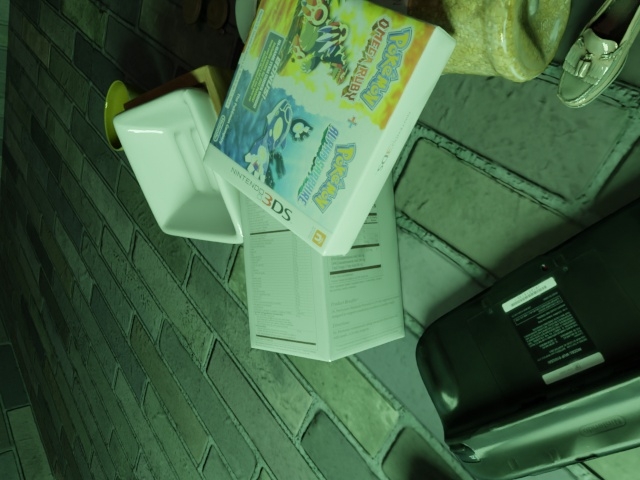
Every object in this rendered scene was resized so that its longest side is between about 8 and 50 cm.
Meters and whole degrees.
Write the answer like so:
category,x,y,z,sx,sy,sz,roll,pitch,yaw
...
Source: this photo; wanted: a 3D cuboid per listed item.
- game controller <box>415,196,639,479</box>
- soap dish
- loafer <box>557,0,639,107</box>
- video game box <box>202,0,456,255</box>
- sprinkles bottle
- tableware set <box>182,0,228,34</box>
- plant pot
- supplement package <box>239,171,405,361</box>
category,x,y,z,sx,sy,sz,roll,pitch,yaw
game controller,0.215,0.095,0.399,0.319,0.067,0.166,-43,49,39
soap dish,-0.173,-0.117,0.681,0.291,0.118,0.228,6,120,49
loafer,0.228,-0.167,0.365,0.045,0.039,0.125,47,125,32
video game box,-0.009,-0.119,0.426,0.187,0.048,0.205,36,112,27
sprinkles bottle,0.057,-0.237,0.480,0.356,0.121,0.121,24,110,42
tableware set,-0.186,-0.438,0.788,0.141,0.020,0.168,40,119,34
plant pot,-0.363,-0.245,0.932,0.134,0.095,0.134,5,97,47
supplement package,0.000,0.000,0.547,0.139,0.134,0.243,-3,91,45
